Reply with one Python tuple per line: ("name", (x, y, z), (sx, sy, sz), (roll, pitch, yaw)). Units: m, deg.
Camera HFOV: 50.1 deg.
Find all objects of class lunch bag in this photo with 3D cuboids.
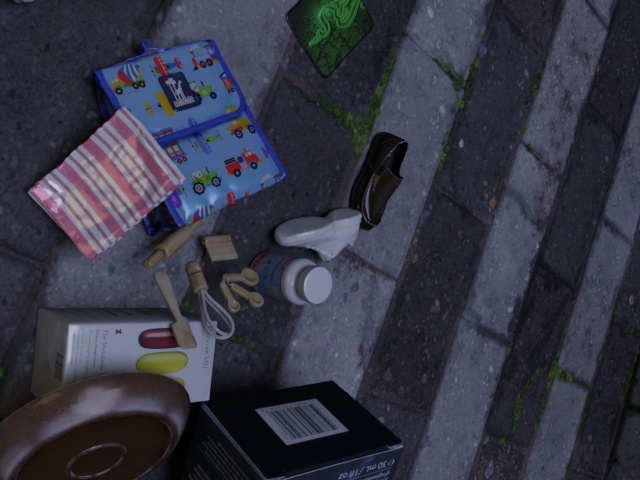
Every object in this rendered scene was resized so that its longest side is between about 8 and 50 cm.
("lunch bag", (-0.226, -0.187, 1.125), (0.221, 0.138, 0.293), (-30, 101, -32))

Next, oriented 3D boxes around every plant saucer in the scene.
("plant saucer", (-0.334, 0.308, 1.007), (0.311, 0.050, 0.310), (-20, 142, -17))

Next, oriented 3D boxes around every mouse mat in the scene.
("mouse mat", (0.023, -0.438, 1.363), (0.189, 0.007, 0.152), (-52, 124, -24))

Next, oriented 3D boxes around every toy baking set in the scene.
("toy baking set", (-0.191, 0.063, 1.125), (0.197, 0.030, 0.256), (43, 35, 3))

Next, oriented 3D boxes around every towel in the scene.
("towel", (-0.316, -0.083, 1.015), (0.197, 0.029, 0.144), (-40, 94, 4))

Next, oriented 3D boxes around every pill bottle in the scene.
("pill bottle", (-0.055, 0.071, 1.257), (0.087, 0.160, 0.087), (-6, 99, -40))

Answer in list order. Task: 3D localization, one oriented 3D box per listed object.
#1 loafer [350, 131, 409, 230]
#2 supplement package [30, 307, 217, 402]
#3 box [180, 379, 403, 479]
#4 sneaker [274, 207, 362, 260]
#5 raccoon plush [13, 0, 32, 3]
("loafer", (0.128, -0.127, 1.440), (0.080, 0.078, 0.219), (21, 82, -40))
("supplement package", (-0.305, 0.181, 1.077), (0.244, 0.134, 0.139), (4, 93, -40))
("box", (-0.078, 0.478, 1.184), (0.294, 0.212, 0.395), (0, 114, -41))
("sneaker", (0.000, 0.000, 1.357), (0.212, 0.080, 0.094), (-13, 118, -39))
("raccoon plush", (-0.451, -0.488, 0.765), (0.446, 0.299, 0.216), (27, 77, -39))
